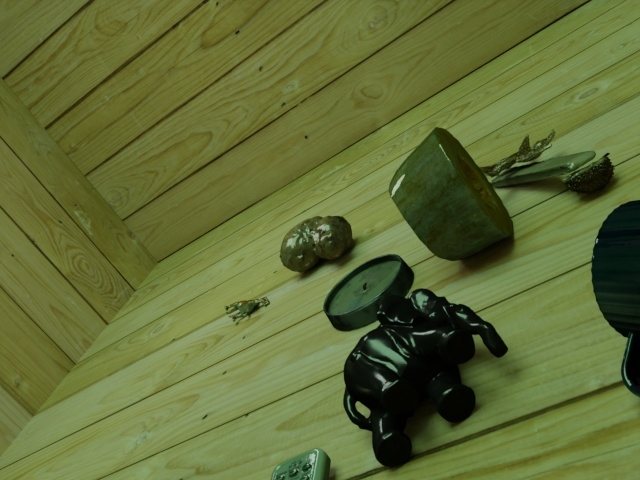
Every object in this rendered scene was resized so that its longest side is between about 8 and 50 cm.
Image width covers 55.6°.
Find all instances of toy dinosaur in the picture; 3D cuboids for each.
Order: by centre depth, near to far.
[{"bbox_3d":[-0.279,0.236,2.240,0.142,0.057,0.212,-29,16,-17],"label":"toy dinosaur"}]

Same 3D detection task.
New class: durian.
[{"bbox_3d":[0.656,-0.153,1.458,0.140,0.071,0.110,-36,4,-8],"label":"durian"}]

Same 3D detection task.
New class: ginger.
[{"bbox_3d":[0.000,0.000,2.154,0.304,0.155,0.244,-17,23,48],"label":"ginger"}]

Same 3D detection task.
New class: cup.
[{"bbox_3d":[0.571,0.072,0.842,0.242,0.307,0.292,-8,3,-28],"label":"cup"}]

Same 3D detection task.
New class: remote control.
[{"bbox_3d":[-0.051,0.514,1.062,0.128,0.065,0.335,-28,19,19],"label":"remote control"}]

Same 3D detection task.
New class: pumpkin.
[{"bbox_3d":[0.322,-0.108,1.560,0.199,0.332,0.332,-33,17,27],"label":"pumpkin"}]

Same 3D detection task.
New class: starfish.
[{"bbox_3d":[0.569,-0.245,1.731,0.277,0.062,0.236,-33,6,-39],"label":"starfish"}]

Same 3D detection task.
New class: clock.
[{"bbox_3d":[0.130,0.141,1.710,0.281,0.055,0.280,-32,17,11],"label":"clock"}]

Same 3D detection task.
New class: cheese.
[{"bbox_3d":[0.586,-0.188,1.648,0.085,0.034,0.400,-36,7,-11],"label":"cheese"}]

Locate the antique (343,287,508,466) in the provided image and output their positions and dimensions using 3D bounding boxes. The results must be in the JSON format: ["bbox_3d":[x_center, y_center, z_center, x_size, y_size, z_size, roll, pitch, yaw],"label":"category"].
[{"bbox_3d":[0.174,0.235,1.171,0.322,0.185,0.255,-39,18,2],"label":"antique"}]
